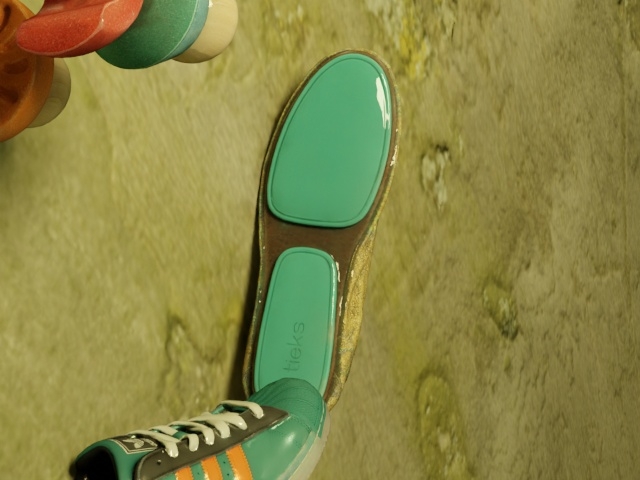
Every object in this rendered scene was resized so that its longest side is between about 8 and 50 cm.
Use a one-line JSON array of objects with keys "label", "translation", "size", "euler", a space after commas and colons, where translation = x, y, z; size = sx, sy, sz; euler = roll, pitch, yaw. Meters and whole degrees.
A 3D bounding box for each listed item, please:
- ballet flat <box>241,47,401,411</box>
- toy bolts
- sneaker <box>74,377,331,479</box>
[{"label": "ballet flat", "translation": [0.000, 0.000, 1.342], "size": [0.123, 0.123, 0.349], "euler": [21, 78, -58]}, {"label": "toy bolts", "translation": [-0.164, -0.168, 0.914], "size": [0.158, 0.228, 0.218], "euler": [11, 82, -59]}, {"label": "sneaker", "translation": [-0.113, 0.187, 1.152], "size": [0.302, 0.108, 0.121], "euler": [-41, 115, -33]}]
